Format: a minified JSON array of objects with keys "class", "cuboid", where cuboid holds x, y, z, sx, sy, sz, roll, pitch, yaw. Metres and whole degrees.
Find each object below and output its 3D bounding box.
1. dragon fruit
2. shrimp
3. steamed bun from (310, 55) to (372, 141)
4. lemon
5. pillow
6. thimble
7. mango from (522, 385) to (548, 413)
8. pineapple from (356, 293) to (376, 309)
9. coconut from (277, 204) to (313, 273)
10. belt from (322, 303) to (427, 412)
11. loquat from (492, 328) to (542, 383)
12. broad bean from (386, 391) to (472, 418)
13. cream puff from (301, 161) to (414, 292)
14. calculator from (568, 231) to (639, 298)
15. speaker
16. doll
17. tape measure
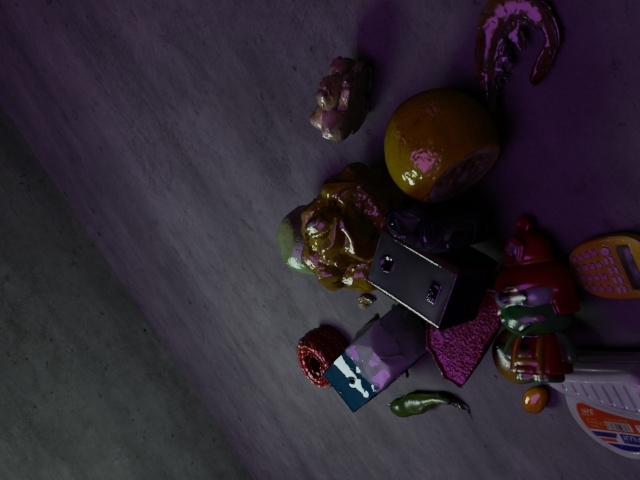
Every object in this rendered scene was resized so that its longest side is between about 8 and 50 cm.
[{"class":"dragon fruit","cuboid":[0.353,0.205,1.683,0.161,0.126,0.274,29,100,17]},{"class":"shrimp","cuboid":[0.381,-0.366,1.329,0.173,0.058,0.253,15,127,32]},{"class":"steamed bun","cuboid":[0.040,-0.333,1.634,0.106,0.192,0.177,22,144,19]},{"class":"lemon","cuboid":[0.244,-0.214,1.449,0.219,0.240,0.240,58,147,22]},{"class":"pillow","cuboid":[0.262,-0.035,1.499,0.161,0.335,0.093,27,113,30]},{"class":"thimble","cuboid":[0.015,0.393,2.287,0.163,0.125,0.190,2,118,46]},{"class":"mango","cuboid":[0.547,0.401,1.734,0.060,0.046,0.089,41,129,18]},{"class":"pineapple","cuboid":[0.133,0.183,2.073,0.045,0.019,0.083,51,147,3]},{"class":"coconut","cuboid":[0.000,0.000,1.937,0.236,0.236,0.205,11,93,46]},{"class":"belt","cuboid":[0.165,0.324,1.886,0.173,0.300,0.436,46,160,15]},{"class":"loquat","cuboid":[0.482,0.270,1.625,0.163,0.137,0.163,15,112,43]},{"class":"broad bean","cuboid":[0.311,0.505,2.084,0.318,0.056,0.098,-12,107,51]},{"class":"cream puff","cuboid":[0.087,-0.024,1.689,0.291,0.324,0.257,44,-175,7]},{"class":"calculator","cuboid":[0.612,0.052,1.393,0.235,0.032,0.146,-14,106,55]},{"class":"speaker","cuboid":[0.250,0.074,1.565,0.231,0.192,0.153,33,118,38]},{"class":"doll","cuboid":[0.471,0.126,1.494,0.182,0.160,0.363,-13,85,59]},{"class":"tape measure","cuboid":[0.660,0.346,1.487,0.258,0.130,0.265,-15,111,56]}]
